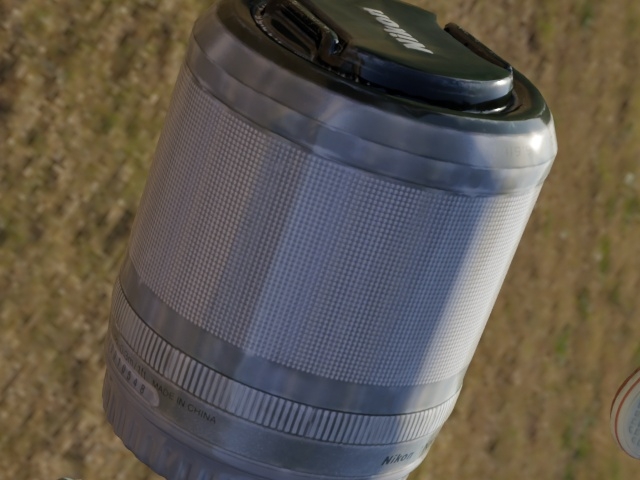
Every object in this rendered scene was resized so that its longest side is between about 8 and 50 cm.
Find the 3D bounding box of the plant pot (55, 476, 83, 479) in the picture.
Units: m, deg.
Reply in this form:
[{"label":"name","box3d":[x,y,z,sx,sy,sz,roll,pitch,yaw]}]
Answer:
[{"label":"plant pot","box3d":[-0.165,0.294,1.040,0.252,0.247,0.248,-63,-174,-19]}]

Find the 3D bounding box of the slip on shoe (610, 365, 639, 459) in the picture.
[{"label":"slip on shoe","box3d":[0.385,0.139,1.771,0.331,0.101,0.123,-34,117,-48]}]

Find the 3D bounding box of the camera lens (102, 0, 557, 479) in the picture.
[{"label":"camera lens","box3d":[0.000,0.000,0.981,0.219,0.219,0.274,-16,131,-56]}]
